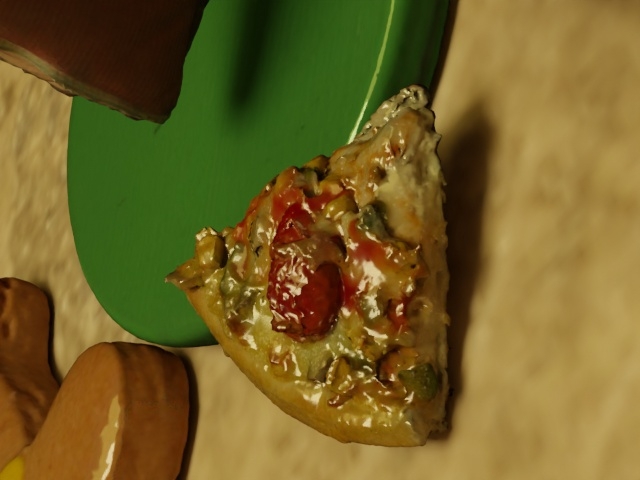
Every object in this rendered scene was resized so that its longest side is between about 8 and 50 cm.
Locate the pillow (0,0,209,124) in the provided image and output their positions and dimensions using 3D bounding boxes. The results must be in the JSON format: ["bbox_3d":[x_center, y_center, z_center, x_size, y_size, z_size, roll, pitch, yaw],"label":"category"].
[{"bbox_3d":[-0.055,-0.152,0.354,0.043,0.126,0.232,3,79,46],"label":"pillow"}]

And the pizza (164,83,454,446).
[{"bbox_3d":[-0.001,0.000,0.333,0.083,0.025,0.078,30,107,42],"label":"pizza"}]

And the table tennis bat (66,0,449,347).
[{"bbox_3d":[-0.018,-0.097,0.423,0.160,0.039,0.257,-6,74,51],"label":"table tennis bat"}]

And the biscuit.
[{"bbox_3d":[-0.086,0.101,0.435,0.250,0.036,0.165,30,103,58],"label":"biscuit"}]
